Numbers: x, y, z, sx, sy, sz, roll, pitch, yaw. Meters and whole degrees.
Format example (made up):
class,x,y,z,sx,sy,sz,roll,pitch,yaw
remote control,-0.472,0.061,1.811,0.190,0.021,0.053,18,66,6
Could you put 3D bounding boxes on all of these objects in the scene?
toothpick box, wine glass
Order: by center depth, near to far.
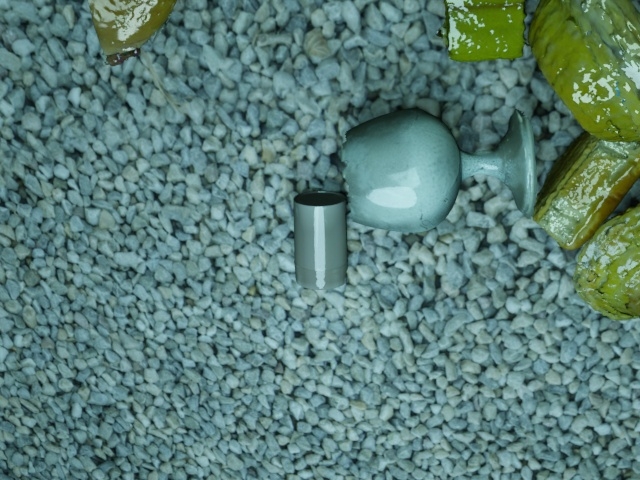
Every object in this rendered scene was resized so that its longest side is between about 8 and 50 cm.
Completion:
class,x,y,z,sx,sy,sz,roll,pitch,yaw
wine glass,0.204,-0.127,1.238,0.322,0.238,0.238,-7,110,8
toothpick box,0.000,0.000,1.396,0.111,0.111,0.181,2,111,11

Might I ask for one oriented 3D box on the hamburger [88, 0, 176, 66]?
class,x,y,z,sx,sy,sz,roll,pitch,yaw
hamburger,-0.336,-0.485,1.252,0.245,0.155,0.282,-15,113,9

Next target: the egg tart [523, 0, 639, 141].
class,x,y,z,sx,sy,sz,roll,pitch,yaw
egg tart,0.445,-0.281,1.054,0.388,0.388,0.169,47,122,-9

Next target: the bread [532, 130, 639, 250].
class,x,y,z,sx,sy,sz,roll,pitch,yaw
bread,0.480,-0.103,1.222,0.121,0.174,0.245,34,110,-4

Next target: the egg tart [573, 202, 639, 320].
class,x,y,z,sx,sy,sz,roll,pitch,yaw
egg tart,0.614,0.051,1.243,0.294,0.123,0.294,-5,126,-6

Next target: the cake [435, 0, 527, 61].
class,x,y,z,sx,sy,sz,roll,pitch,yaw
cake,0.262,-0.429,1.118,0.156,0.179,0.261,-2,128,9
